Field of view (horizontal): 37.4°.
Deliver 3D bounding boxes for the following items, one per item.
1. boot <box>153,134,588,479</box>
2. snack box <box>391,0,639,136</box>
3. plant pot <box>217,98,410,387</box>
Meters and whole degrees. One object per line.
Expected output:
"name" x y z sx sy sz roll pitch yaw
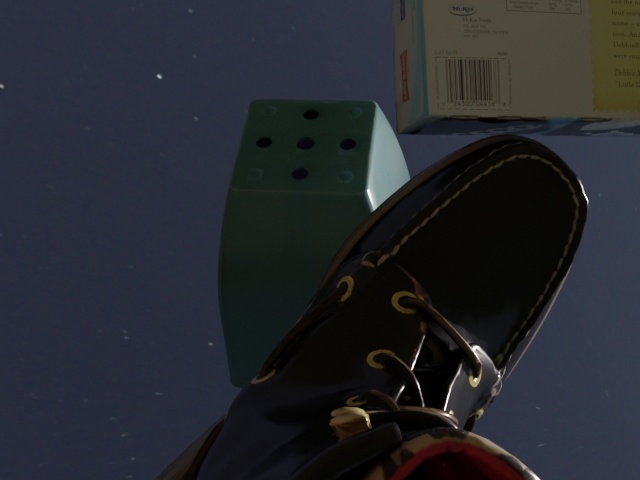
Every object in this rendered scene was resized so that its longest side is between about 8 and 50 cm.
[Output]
"boot" 0.039 0.092 0.467 0.377 0.284 0.138 -44 -84 -6
"snack box" 0.205 -0.164 0.624 0.322 0.060 0.187 -1 -95 -15
"plant pot" 0.000 0.000 0.811 0.166 0.234 0.165 3 -129 8
